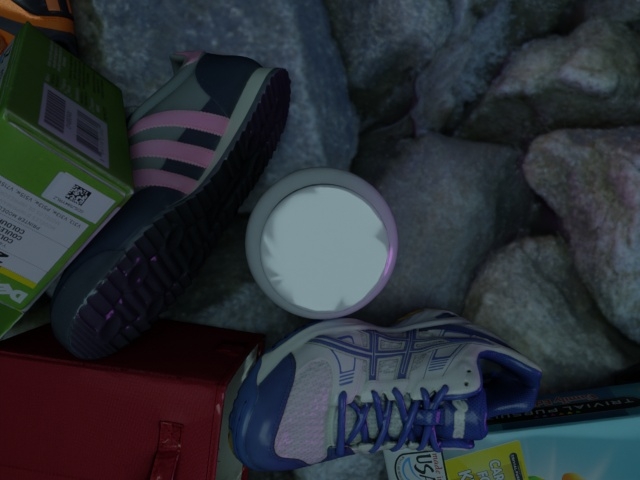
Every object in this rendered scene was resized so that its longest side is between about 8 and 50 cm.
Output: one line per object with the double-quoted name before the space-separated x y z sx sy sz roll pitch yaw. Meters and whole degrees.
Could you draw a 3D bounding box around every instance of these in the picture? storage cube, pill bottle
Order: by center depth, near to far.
"pill bottle" 0.000 0.000 0.546 0.125 0.221 0.124 0 95 -1
"storage cube" -0.167 0.174 0.564 0.193 0.215 0.183 8 95 4

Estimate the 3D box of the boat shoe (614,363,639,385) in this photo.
"boat shoe" 0.404 0.111 0.639 0.229 0.080 0.076 -30 96 9

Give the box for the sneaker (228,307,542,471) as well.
"sneaker" 0.070 0.125 0.532 0.297 0.131 0.111 -12 111 -38

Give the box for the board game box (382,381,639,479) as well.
"board game box" 0.248 0.278 0.608 0.336 0.079 0.253 -11 97 11

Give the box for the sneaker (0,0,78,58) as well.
"sneaker" -0.378 -0.153 0.576 0.321 0.124 0.180 -22 93 1

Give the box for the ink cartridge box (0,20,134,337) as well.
"ink cartridge box" -0.266 -0.018 0.495 0.255 0.188 0.097 -44 127 13

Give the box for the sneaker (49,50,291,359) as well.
"sneaker" -0.147 -0.048 0.550 0.131 0.112 0.319 21 55 14
